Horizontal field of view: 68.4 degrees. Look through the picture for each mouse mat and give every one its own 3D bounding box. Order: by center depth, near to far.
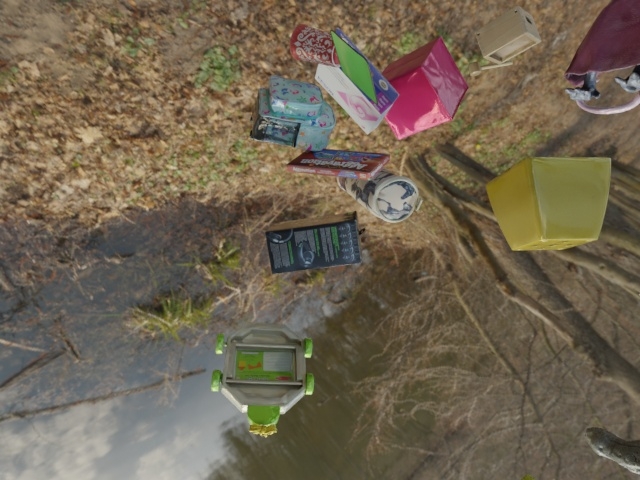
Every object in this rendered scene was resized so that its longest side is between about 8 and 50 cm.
[{"bbox_3d":[0.090,-0.457,1.245,0.007,0.189,0.152,-33,147,-2],"label":"mouse mat"}]

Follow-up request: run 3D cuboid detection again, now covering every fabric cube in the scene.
[{"bbox_3d":[0.400,-0.611,1.906,0.254,0.258,0.259,51,51,-23],"label":"fabric cube"}]

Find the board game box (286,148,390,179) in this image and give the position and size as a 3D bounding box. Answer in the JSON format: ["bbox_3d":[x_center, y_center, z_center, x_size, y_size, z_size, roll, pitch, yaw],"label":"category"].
[{"bbox_3d":[0.052,-0.235,1.424,0.145,0.281,0.027,-47,138,-45],"label":"board game box"}]

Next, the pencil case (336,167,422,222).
[{"bbox_3d":[0.202,-0.193,1.693,0.184,0.410,0.159,-1,111,-17],"label":"pencil case"}]

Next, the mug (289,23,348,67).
[{"bbox_3d":[0.011,-0.638,1.537,0.150,0.169,0.113,-43,144,-30],"label":"mug"}]

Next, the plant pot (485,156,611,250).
[{"bbox_3d":[0.554,-0.078,1.148,0.212,0.187,0.212,0,169,-6],"label":"plant pot"}]

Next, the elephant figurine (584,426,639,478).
[{"bbox_3d":[0.509,0.305,0.600,0.169,0.186,0.239,-32,170,-5],"label":"elephant figurine"}]

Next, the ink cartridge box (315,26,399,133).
[{"bbox_3d":[0.123,-0.582,1.772,0.071,0.324,0.330,-42,180,-8],"label":"ink cartridge box"}]

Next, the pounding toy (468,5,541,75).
[{"bbox_3d":[0.518,-0.572,1.374,0.206,0.094,0.181,-21,173,41],"label":"pounding toy"}]

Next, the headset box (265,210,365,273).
[{"bbox_3d":[0.000,0.000,1.443,0.246,0.283,0.131,-57,140,-79],"label":"headset box"}]

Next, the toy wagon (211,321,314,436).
[{"bbox_3d":[-0.153,0.365,1.258,0.267,0.344,0.068,5,130,-8],"label":"toy wagon"}]

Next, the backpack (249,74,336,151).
[{"bbox_3d":[-0.077,-0.394,1.485,0.254,0.225,0.191,13,129,-18],"label":"backpack"}]

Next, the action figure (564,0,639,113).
[{"bbox_3d":[0.588,-0.434,0.824,0.276,0.248,0.370,12,95,-50],"label":"action figure"}]

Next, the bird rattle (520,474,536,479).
[{"bbox_3d":[0.341,0.568,0.901,0.254,0.143,0.207,-15,179,2],"label":"bird rattle"}]
